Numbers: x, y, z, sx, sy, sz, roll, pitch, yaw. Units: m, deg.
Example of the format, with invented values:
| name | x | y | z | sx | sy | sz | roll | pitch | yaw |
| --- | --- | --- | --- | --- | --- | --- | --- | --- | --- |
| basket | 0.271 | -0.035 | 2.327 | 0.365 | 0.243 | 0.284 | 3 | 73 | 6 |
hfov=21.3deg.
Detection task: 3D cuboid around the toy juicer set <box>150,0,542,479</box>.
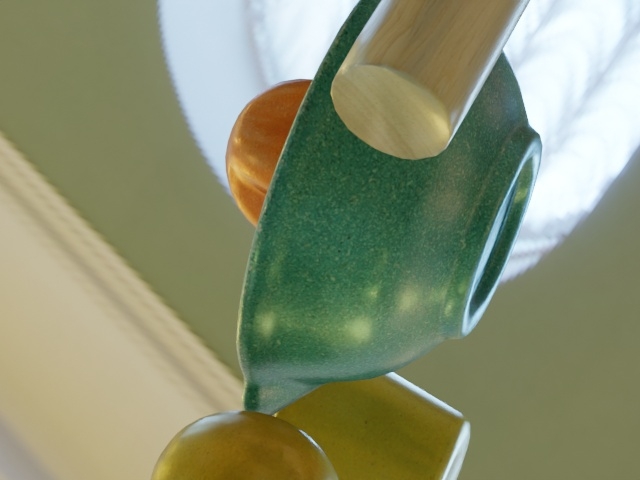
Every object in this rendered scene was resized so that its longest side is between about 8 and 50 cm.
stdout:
| name | x | y | z | sx | sy | sz | roll | pitch | yaw |
| --- | --- | --- | --- | --- | --- | --- | --- | --- | --- |
| toy juicer set | 0.000 | 0.000 | 0.476 | 0.089 | 0.329 | 0.209 | 22 | -144 | 13 |
